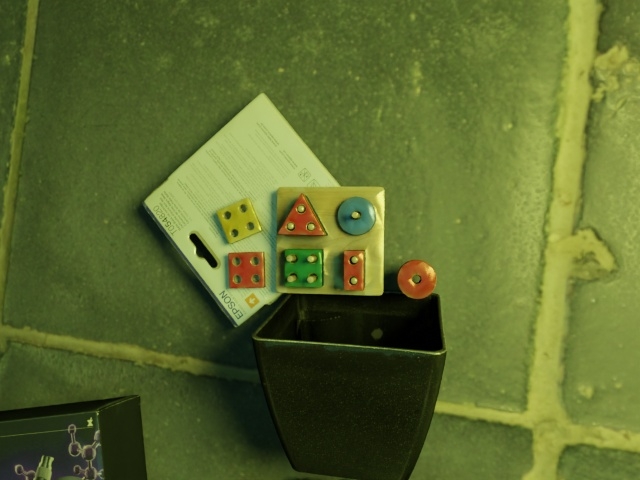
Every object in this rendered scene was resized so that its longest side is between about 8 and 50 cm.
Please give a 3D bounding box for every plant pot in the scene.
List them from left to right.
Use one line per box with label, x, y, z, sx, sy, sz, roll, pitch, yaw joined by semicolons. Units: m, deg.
plant pot;0.041;0.160;0.556;0.187;0.188;0.167;1;100;11

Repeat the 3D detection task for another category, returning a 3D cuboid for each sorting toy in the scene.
sorting toy;0.000;0.000;0.585;0.274;0.046;0.132;1;91;9

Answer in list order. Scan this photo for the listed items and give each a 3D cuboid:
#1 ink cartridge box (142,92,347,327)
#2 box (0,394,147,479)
ink cartridge box;-0.088;-0.039;0.648;0.224;0.045;0.223;-39;83;7
box;-0.380;0.326;0.667;0.261;0.103;0.184;-10;80;11
